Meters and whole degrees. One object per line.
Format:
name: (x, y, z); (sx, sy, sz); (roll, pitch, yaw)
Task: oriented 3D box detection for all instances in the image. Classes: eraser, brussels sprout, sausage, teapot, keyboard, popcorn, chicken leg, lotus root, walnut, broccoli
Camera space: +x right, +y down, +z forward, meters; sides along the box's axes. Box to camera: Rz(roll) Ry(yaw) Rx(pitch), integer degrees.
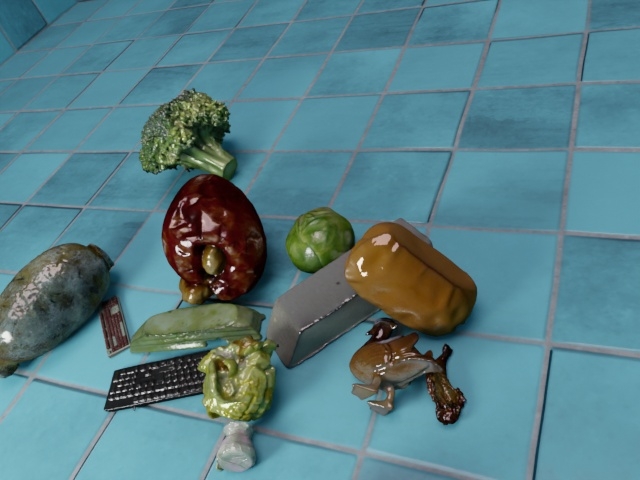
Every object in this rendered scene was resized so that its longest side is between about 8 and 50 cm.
eraser: (0.052, 0.096, 1.094); (0.352, 0.077, 0.111); (-33, 41, -11)
brussels sprout: (0.000, -0.003, 1.183); (0.154, 0.118, 0.155); (-11, 53, 15)
sausage: (0.158, 0.070, 0.987); (0.241, 0.136, 0.120); (31, 27, -6)
teapot: (-0.142, 0.340, 0.944); (0.083, 0.064, 0.064); (-42, 27, 25)
keyboard: (-0.452, 0.184, 1.251); (0.055, 0.017, 0.166); (-30, 43, -7)
popcorn: (-0.140, 0.241, 0.986); (0.141, 0.136, 0.162); (-25, 10, 26)
chicken leg: (0.198, 0.228, 0.930); (0.062, 0.038, 0.145); (2, 44, -7)
lotus root: (-0.594, 0.140, 1.243); (0.174, 0.175, 0.350); (17, 59, 34)
keyboard: (-0.262, 0.261, 1.095); (0.309, 0.018, 0.101); (-13, 43, 10)
walnut: (-0.227, 0.002, 1.227); (0.221, 0.244, 0.269); (17, 31, -14)
broccoli: (-0.343, -0.273, 1.508); (0.259, 0.236, 0.288); (14, 49, 31)

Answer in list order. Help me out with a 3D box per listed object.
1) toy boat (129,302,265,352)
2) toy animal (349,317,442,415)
toy boat: (-0.258, 0.177, 1.152); (0.292, 0.055, 0.093); (-9, 42, 13)
toy animal: (0.127, 0.190, 0.952); (0.188, 0.089, 0.179); (-18, 33, 37)
